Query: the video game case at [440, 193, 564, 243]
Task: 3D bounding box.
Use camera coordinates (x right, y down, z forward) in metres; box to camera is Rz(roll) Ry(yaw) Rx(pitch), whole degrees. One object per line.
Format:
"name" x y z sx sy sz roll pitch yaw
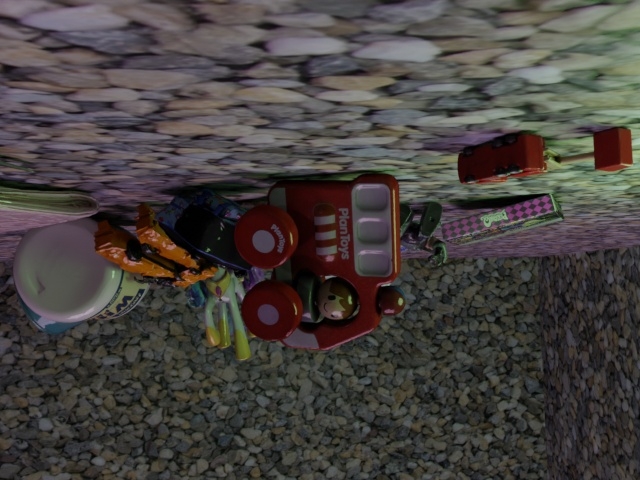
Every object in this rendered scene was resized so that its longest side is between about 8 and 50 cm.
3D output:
"video game case" 0.391 -0.039 1.568 0.232 0.042 0.210 -16 171 22

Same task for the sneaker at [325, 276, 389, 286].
"sneaker" 0.000 0.000 1.558 0.210 0.137 0.366 13 -172 -24

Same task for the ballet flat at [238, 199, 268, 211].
"ballet flat" -0.093 -0.045 1.438 0.241 0.091 0.077 0 -150 42

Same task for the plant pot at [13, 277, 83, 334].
"plant pot" -0.678 0.103 2.101 0.255 0.272 0.271 -18 172 12

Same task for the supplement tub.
"supplement tub" -0.532 0.069 1.706 0.235 0.235 0.325 -2 175 4

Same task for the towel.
"towel" -0.609 -0.057 1.267 0.332 0.053 0.317 -5 173 36

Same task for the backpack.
"backpack" -0.200 -0.028 1.312 0.173 0.117 0.158 29 -179 38

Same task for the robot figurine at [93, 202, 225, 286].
"robot figurine" -0.327 0.022 1.566 0.211 0.085 0.291 -20 154 19

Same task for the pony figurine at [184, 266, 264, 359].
"pony figurine" -0.252 0.108 2.019 0.302 0.363 0.351 -9 -170 6

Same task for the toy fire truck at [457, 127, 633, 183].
"toy fire truck" 0.283 -0.105 0.947 0.135 0.047 0.192 -1 176 -25

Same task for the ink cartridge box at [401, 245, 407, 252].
"ink cartridge box" 0.104 0.015 2.025 0.186 0.065 0.311 -28 157 37

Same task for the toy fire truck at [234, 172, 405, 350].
"toy fire truck" 0.011 0.041 1.211 0.254 0.302 0.169 2 -163 18

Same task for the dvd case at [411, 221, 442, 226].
"dvd case" 0.253 -0.039 1.970 0.119 0.013 0.087 1 175 -19

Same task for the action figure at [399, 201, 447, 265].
"action figure" 0.203 -0.015 1.659 0.185 0.099 0.285 15 170 9

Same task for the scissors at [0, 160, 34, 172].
"scissors" -0.456 -0.109 0.885 0.109 0.021 0.297 -4 176 3
